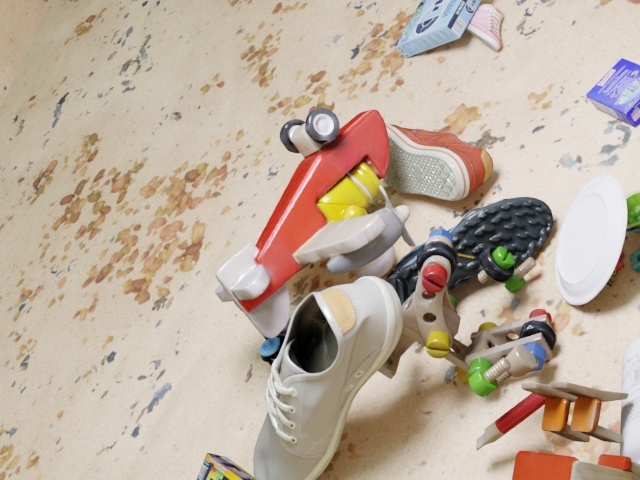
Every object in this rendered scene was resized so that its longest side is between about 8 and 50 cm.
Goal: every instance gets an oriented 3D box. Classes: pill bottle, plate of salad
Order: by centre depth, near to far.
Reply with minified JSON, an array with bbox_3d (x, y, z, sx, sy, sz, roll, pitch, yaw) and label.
[{"bbox_3d":[0.440,0.239,1.575,0.131,0.131,0.229,-18,43,32],"label":"pill bottle"},{"bbox_3d":[0.407,0.001,1.880,0.200,0.048,0.200,-165,90,-73],"label":"plate of salad"}]

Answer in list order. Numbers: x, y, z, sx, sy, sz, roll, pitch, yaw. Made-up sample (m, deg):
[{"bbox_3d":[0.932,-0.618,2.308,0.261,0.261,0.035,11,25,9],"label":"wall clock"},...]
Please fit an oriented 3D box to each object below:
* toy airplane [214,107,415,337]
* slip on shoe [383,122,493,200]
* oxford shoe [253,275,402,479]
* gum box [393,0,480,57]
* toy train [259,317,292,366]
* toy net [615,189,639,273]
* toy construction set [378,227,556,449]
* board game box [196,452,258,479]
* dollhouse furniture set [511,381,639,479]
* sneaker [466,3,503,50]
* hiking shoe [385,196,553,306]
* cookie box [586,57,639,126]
[{"bbox_3d":[0.000,0.000,2.136,0.384,0.272,0.386,-49,20,28],"label":"toy airplane"},{"bbox_3d":[0.188,-0.146,2.256,0.101,0.123,0.331,-21,22,-24],"label":"slip on shoe"},{"bbox_3d":[-0.026,0.225,1.900,0.169,0.130,0.449,60,137,35],"label":"oxford shoe"},{"bbox_3d":[0.243,-0.450,2.517,0.184,0.041,0.157,-10,46,59],"label":"gum box"},{"bbox_3d":[-0.022,0.174,2.152,0.184,0.080,0.105,-6,41,44],"label":"toy train"},{"bbox_3d":[0.466,0.030,1.839,0.122,0.045,0.232,-30,37,18],"label":"toy net"},{"bbox_3d":[0.196,0.168,1.856,0.237,0.257,0.309,-45,40,29],"label":"toy construction set"},{"bbox_3d":[-0.147,0.432,1.995,0.170,0.048,0.141,22,90,53],"label":"board game box"},{"bbox_3d":[0.293,0.299,1.518,0.259,0.135,0.262,162,121,-69],"label":"dollhouse furniture set"},{"bbox_3d":[0.324,-0.414,2.427,0.070,0.051,0.134,-45,31,8],"label":"sneaker"},{"bbox_3d":[0.226,0.011,2.039,0.304,0.113,0.132,-28,12,2],"label":"hiking shoe"},{"bbox_3d":[0.506,-0.245,2.082,0.092,0.040,0.107,-46,35,-2],"label":"cookie box"}]
